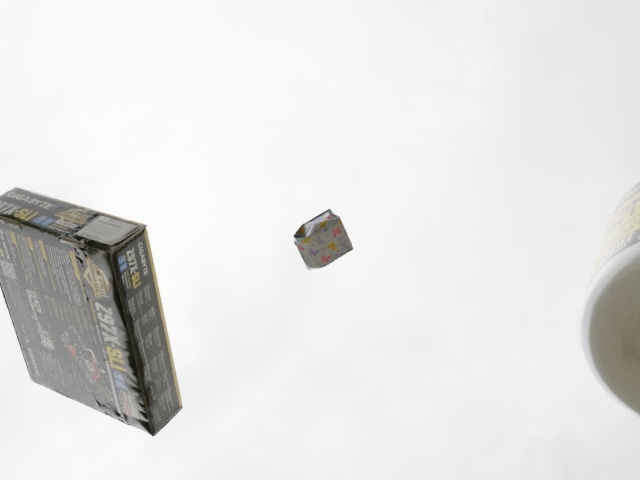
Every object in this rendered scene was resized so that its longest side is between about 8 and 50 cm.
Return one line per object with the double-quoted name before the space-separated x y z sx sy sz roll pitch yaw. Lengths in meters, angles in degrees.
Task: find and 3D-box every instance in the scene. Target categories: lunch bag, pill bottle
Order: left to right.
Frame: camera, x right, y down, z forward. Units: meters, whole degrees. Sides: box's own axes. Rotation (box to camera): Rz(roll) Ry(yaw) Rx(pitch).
"lunch bag" 0.000 0.000 1.248 0.083 0.053 0.071 -33 -58 -11
"pill bottle" 0.379 0.029 0.787 0.187 0.188 0.334 65 -148 -10

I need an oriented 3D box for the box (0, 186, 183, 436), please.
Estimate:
"box" -0.337 0.102 1.108 0.079 0.257 0.321 -45 -40 -47
